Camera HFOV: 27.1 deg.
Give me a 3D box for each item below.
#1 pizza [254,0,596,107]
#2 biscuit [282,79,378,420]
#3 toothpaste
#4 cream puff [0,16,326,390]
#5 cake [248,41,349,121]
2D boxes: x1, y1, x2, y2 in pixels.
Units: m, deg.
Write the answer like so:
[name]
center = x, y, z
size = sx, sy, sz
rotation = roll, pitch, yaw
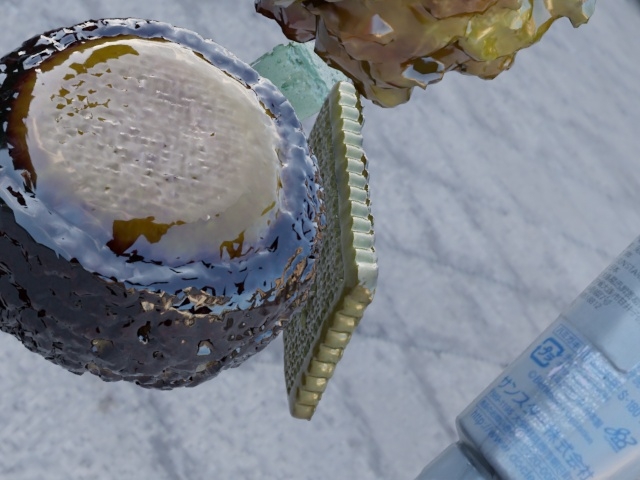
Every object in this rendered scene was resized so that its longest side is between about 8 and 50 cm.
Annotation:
[pizza]
center = 0.008, -0.109, 0.453
size = 0.161, 0.085, 0.305
rotation = 39, 8, -6
[biscuit]
center = 0.000, 0.000, 1.076
size = 0.029, 0.172, 0.254
rotation = 12, 41, -14
[toothpaste]
center = 0.160, 0.053, 0.637
size = 0.114, 0.299, 0.073
rotation = 50, 1, 21
[cream puff]
center = -0.115, -0.016, 0.812
size = 0.239, 0.165, 0.239
rotation = 13, 52, -17
[cake]
center = -0.008, -0.204, 1.806
size = 0.099, 0.100, 0.235
rotation = 63, 22, 7
